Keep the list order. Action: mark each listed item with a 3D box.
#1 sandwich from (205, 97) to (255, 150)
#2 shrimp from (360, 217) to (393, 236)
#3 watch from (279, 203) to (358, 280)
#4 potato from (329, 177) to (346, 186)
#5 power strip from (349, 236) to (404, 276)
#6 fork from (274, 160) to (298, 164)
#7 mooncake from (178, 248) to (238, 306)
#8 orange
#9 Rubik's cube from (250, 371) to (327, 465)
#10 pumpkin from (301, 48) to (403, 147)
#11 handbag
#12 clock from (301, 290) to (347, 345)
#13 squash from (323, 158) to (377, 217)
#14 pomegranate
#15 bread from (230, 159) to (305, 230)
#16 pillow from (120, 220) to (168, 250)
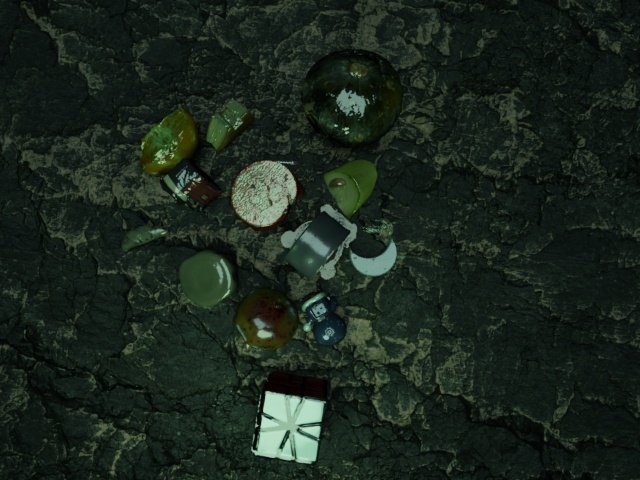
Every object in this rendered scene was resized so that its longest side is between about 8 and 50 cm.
[{"bbox_3d":[-0.435,-0.534,1.879,0.122,0.128,0.235,44,89,9],"label":"sandwich"},{"bbox_3d":[0.270,-0.067,1.920,0.161,0.034,0.091,8,77,-6],"label":"shrimp"},{"bbox_3d":[0.000,0.000,1.767,0.314,0.327,0.335,40,89,0],"label":"watch"},{"bbox_3d":[0.070,-0.270,1.875,0.093,0.036,0.037,-6,105,35],"label":"potato"},{"bbox_3d":[0.269,0.083,1.903,0.254,0.054,0.167,-14,91,0],"label":"power strip"},{"bbox_3d":[-0.163,-0.374,1.933,0.115,0.012,0.016,3,85,5],"label":"fork"},{"bbox_3d":[-0.512,0.173,1.861,0.275,0.135,0.274,0,89,3],"label":"mooncake"},{"bbox_3d":[-0.676,-0.425,1.815,0.334,0.263,0.196,-47,122,-8],"label":"orange"},{"bbox_3d":[-0.127,0.769,1.775,0.294,0.283,0.288,11,90,3],"label":"Rubik's cube"},{"bbox_3d":[0.137,-0.623,1.756,0.455,0.344,0.454,-1,67,2],"label":"pumpkin"},{"bbox_3d":[-0.581,-0.233,1.810,0.181,0.254,0.181,-43,74,1],"label":"handbag"},{"bbox_3d":[0.015,0.371,1.856,0.200,0.146,0.243,-30,82,-5],"label":"clock"},{"bbox_3d":[0.167,-0.266,1.928,0.204,0.155,0.236,-31,90,36],"label":"squash"},{"bbox_3d":[-0.246,0.366,1.826,0.291,0.323,0.290,7,59,-11],"label":"pomegranate"},{"bbox_3d":[-0.261,-0.215,1.876,0.295,0.114,0.327,37,90,0],"label":"bread"},{"bbox_3d":[-0.844,-0.030,1.903,0.241,0.051,0.093,-22,89,2],"label":"pillow"}]
